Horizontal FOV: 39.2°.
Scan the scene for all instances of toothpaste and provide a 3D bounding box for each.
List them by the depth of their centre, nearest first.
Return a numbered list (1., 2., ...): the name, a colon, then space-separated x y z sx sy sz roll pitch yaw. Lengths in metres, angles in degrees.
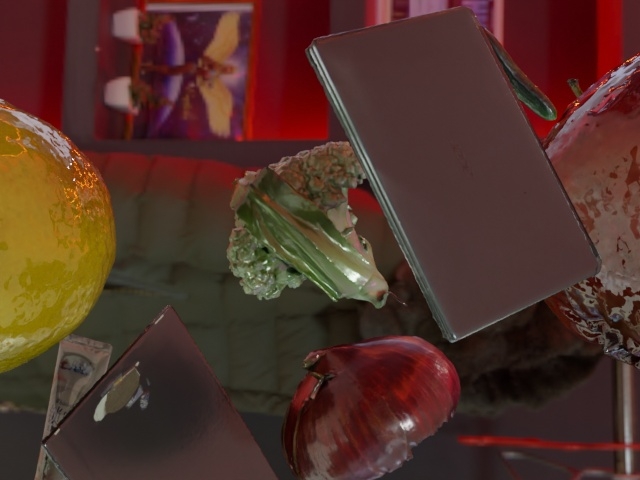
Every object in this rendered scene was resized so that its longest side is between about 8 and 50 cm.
1. toothpaste: -0.383 0.305 1.347 0.066 0.100 0.323 17 84 -63

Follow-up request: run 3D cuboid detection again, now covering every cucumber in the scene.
1. cucumber: 0.272 -0.240 1.286 0.184 0.036 0.033 48 4 0

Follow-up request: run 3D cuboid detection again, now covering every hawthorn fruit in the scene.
1. hawthorn fruit: 0.296 -0.041 0.664 0.307 0.265 0.265 -59 169 -2

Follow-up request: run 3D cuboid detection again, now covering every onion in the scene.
1. onion: 0.058 0.199 1.078 0.248 0.248 0.161 21 56 -81

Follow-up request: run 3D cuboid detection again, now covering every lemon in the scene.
1. lemon: -0.415 -0.005 1.117 0.364 0.364 0.364 0 90 -82

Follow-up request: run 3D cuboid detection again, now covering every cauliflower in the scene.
1. cauliflower: 0.000 0.000 1.303 0.256 0.315 0.239 -39 169 -27

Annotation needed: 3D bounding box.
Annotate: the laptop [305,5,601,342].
1. laptop: 0.079 -0.044 0.505 0.180 0.129 0.016 65 -32 9

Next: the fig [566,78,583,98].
1. fig: 0.458 -0.190 1.307 0.124 0.236 0.124 -32 134 -41

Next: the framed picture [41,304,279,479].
1. framed picture: -0.179 0.279 1.112 0.244 0.013 0.323 -52 125 -42
